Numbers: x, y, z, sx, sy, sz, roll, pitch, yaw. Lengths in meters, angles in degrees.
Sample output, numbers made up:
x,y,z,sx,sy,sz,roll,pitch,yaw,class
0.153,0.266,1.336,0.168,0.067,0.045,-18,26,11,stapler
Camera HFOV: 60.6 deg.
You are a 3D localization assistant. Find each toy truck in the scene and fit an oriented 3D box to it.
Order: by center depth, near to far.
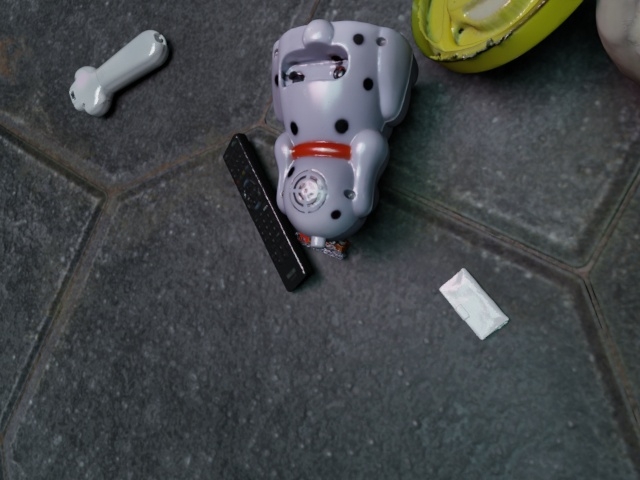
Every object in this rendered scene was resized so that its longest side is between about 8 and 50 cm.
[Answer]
x,y,z,sx,sy,sz,roll,pitch,yaw,class
0.000,0.000,0.757,0.083,0.024,0.032,22,120,23,toy truck

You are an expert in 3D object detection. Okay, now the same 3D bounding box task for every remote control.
x,y,z,sx,sy,sz,roll,pitch,yaw,class
-0.080,-0.043,0.789,0.063,0.025,0.245,-43,67,45,remote control

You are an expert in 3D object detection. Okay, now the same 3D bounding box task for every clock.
x,y,z,sx,sy,sz,roll,pitch,yaw,class
0.219,-0.324,0.616,0.277,0.071,0.293,3,75,60,clock
0.020,-0.113,0.678,0.189,0.189,0.253,2,84,24,clock

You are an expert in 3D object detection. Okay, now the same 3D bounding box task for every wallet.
x,y,z,sx,sy,sz,roll,pitch,yaw,class
0.187,0.078,0.672,0.044,0.011,0.083,-42,70,15,wallet

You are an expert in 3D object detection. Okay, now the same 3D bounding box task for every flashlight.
x,y,z,sx,sy,sz,roll,pitch,yaw,class
-0.338,-0.285,0.929,0.200,0.047,0.093,-28,74,16,flashlight

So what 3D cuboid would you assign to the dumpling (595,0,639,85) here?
x,y,z,sx,sy,sz,roll,pitch,yaw,class
0.350,-0.241,0.538,0.147,0.193,0.257,5,103,20,dumpling
